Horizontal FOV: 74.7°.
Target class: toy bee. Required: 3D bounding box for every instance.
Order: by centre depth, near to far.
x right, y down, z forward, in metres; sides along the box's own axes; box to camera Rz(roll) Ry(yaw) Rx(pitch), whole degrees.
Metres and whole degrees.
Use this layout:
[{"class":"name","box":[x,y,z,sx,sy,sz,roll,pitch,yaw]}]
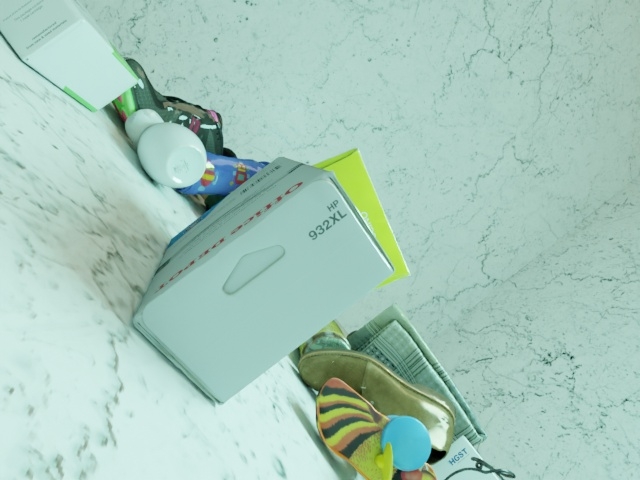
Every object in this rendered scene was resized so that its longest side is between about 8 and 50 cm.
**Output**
[{"class":"toy bee","box":[0.106,0.333,0.599,0.299,0.162,0.195,18,-25,26]}]

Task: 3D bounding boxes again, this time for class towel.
[{"class":"towel","box":[0.163,0.341,0.941,0.324,0.056,0.312,57,-41,20]}]

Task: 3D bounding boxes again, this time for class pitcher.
[{"class":"pitcher","box":[-0.319,-0.171,0.894,0.207,0.126,0.177,36,-28,40]}]

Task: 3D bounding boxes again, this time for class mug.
[{"class":"mug","box":[-0.269,-0.106,1.279,0.097,0.130,0.158,55,-2,3]}]

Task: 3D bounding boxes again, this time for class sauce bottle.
[{"class":"sauce bottle","box":[0.001,0.238,1.002,0.111,0.111,0.344,52,-4,-3]}]

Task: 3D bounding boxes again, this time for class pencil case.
[{"class":"pencil case","box":[-0.252,-0.171,1.109,0.133,0.119,0.306,4,2,37]}]

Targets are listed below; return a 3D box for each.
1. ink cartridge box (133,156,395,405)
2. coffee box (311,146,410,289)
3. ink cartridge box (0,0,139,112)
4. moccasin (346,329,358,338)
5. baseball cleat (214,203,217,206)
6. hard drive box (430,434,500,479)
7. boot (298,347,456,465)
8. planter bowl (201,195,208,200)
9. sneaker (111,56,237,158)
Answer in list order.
[{"class":"ink cartridge box","box":[-0.078,0.015,0.527,0.129,0.223,0.307,54,-2,-19]},{"class":"coffee box","box":[0.000,0.000,1.134,0.334,0.338,0.337,81,-13,-87]},{"class":"ink cartridge box","box":[-0.474,-0.392,0.725,0.272,0.115,0.198,52,-3,5]},{"class":"moccasin","box":[0.238,0.571,1.855,0.380,0.139,0.147,52,-3,10]},{"class":"baseball cleat","box":[-0.241,-0.016,1.175,0.205,0.072,0.109,63,-12,-20]},{"class":"hard drive box","box":[0.255,0.488,0.708,0.232,0.181,0.089,50,-2,32]},{"class":"boot","box":[0.091,0.291,0.755,0.306,0.112,0.115,20,28,12]},{"class":"planter bowl","box":[-0.332,-0.160,1.417,0.162,0.109,0.162,52,-1,2]},{"class":"sneaker","box":[-0.372,-0.308,1.099,0.185,0.202,0.483,50,-3,23]}]
